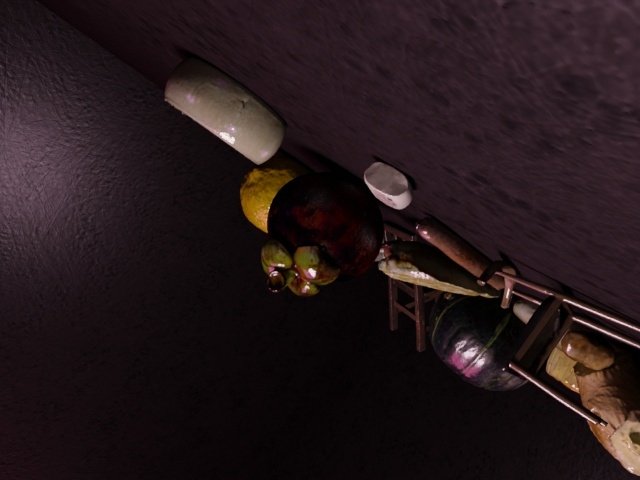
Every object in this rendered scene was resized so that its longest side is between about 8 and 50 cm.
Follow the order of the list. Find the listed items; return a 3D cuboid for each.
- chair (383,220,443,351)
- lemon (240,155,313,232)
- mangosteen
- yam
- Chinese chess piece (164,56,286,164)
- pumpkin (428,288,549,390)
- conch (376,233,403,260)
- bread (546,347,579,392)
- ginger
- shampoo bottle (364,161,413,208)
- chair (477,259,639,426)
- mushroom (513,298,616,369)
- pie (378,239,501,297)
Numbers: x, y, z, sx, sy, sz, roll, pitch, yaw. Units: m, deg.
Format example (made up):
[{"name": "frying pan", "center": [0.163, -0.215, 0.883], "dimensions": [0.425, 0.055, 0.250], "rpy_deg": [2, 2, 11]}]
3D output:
[{"name": "chair", "center": [0.365, 0.120, 1.611], "dimensions": [0.240, 0.417, 0.203], "rpy_deg": [-16, -156, -20]}, {"name": "lemon", "center": [-0.120, -0.137, 1.586], "dimensions": [0.321, 0.268, 0.268], "rpy_deg": [29, -176, -39]}, {"name": "mangosteen", "center": [0.001, -0.018, 1.143], "dimensions": [0.311, 0.311, 0.311], "rpy_deg": [33, -178, -1]}, {"name": "yam", "center": [0.293, 0.029, 0.977], "dimensions": [0.263, 0.046, 0.046], "rpy_deg": [31, -178, -26]}, {"name": "Chinese chess piece", "center": [-0.189, -0.256, 0.963], "dimensions": [0.250, 0.101, 0.250], "rpy_deg": [34, -178, -1]}, {"name": "pumpkin", "center": [0.446, 0.250, 1.280], "dimensions": [0.323, 0.241, 0.323], "rpy_deg": [32, -163, -11]}, {"name": "conch", "center": [0.238, 0.014, 1.740], "dimensions": [0.199, 0.131, 0.172], "rpy_deg": [17, 159, -8]}, {"name": "bread", "center": [0.674, 0.324, 1.198], "dimensions": [0.250, 0.133, 0.179], "rpy_deg": [31, -178, -41]}, {"name": "ginger", "center": [0.593, 0.327, 0.929], "dimensions": [0.275, 0.130, 0.222], "rpy_deg": [1, -120, -46]}, {"name": "shampoo bottle", "center": [0.118, -0.079, 0.783], "dimensions": [0.077, 0.045, 0.152], "rpy_deg": [32, 179, 19]}, {"name": "chair", "center": [0.382, 0.166, 0.811], "dimensions": [0.272, 0.167, 0.188], "rpy_deg": [34, -178, 39]}, {"name": "mushroom", "center": [0.508, 0.185, 1.019], "dimensions": [0.099, 0.081, 0.312], "rpy_deg": [38, -174, -2]}, {"name": "pie", "center": [0.271, 0.071, 1.112], "dimensions": [0.274, 0.106, 0.257], "rpy_deg": [13, -172, 1]}]
